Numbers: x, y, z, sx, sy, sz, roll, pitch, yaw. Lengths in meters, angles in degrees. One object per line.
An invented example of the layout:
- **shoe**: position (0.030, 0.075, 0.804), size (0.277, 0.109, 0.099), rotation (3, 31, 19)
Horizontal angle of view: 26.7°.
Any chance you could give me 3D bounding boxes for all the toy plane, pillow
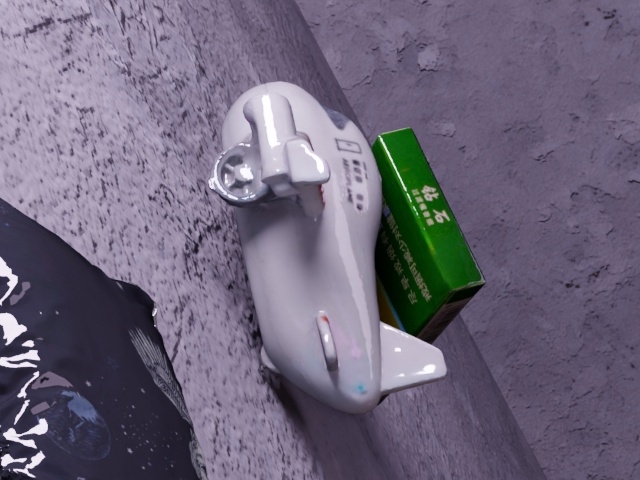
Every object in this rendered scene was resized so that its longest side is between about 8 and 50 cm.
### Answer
- **toy plane**: position (-0.004, 0.001, 0.924), size (0.252, 0.118, 0.252), rotation (163, -90, -89)
- **pillow**: position (-0.084, 0.075, 0.499), size (0.141, 0.055, 0.208), rotation (39, 23, -50)

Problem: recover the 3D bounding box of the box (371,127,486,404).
- **box**: position (0.045, 0.030, 1.031), size (0.132, 0.034, 0.235), rotation (65, -27, 21)
